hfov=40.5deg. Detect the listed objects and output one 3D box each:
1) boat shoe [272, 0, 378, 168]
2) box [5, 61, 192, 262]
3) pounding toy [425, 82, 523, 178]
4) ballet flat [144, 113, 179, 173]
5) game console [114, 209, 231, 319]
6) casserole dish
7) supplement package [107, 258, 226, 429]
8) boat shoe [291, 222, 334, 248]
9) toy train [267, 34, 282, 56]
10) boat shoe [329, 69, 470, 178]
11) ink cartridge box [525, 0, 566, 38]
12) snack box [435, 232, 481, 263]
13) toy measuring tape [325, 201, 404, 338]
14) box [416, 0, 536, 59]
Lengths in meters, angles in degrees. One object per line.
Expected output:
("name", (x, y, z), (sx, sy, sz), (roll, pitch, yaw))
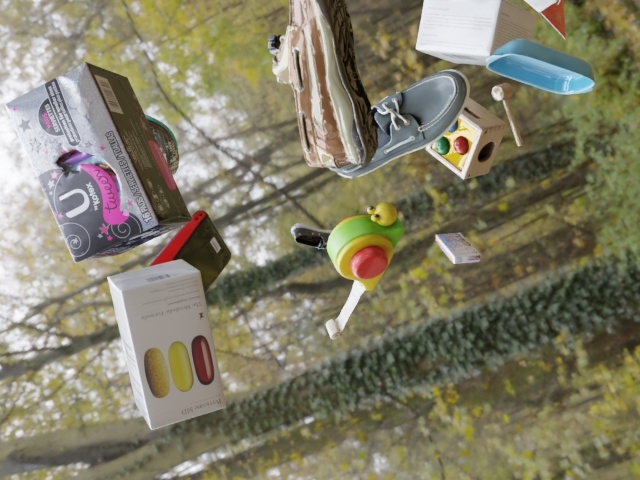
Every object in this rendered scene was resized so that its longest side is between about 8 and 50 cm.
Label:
("boat shoe", (-0.013, -0.257, 1.246), (0.122, 0.120, 0.323), (-21, -83, -70))
("box", (-0.319, -0.108, 1.259), (0.247, 0.142, 0.163), (65, -171, 1))
("pounding toy", (0.335, -0.238, 1.843), (0.094, 0.206, 0.181), (-15, -135, -36))
("ballet flat", (-0.406, -0.140, 1.825), (0.164, 0.182, 0.483), (27, 171, -17))
("game console", (-0.379, 0.108, 2.284), (0.060, 0.342, 0.386), (32, 168, 12))
("casserole dish", (0.365, -0.288, 1.433), (0.114, 0.189, 0.037), (168, 115, -75))
("supplement package", (-0.260, 0.172, 1.474), (0.134, 0.139, 0.244), (-160, 58, -66))
("boat shoe", (0.000, 0.000, 1.959), (0.142, 0.049, 0.040), (14, -140, -19))
("toy train", (-0.035, -0.299, 1.476), (0.158, 0.027, 0.036), (28, -111, -48))
("boat shoe", (0.142, -0.219, 1.666), (0.099, 0.319, 0.116), (-8, -111, -60))
("ink cartridge box", (0.598, -0.726, 2.324), (0.261, 0.066, 0.296), (29, -129, -31))
("snack box", (0.324, 0.016, 2.054), (0.178, 0.064, 0.022), (-111, 17, -72))
("toy measuring tape", (0.047, 0.058, 1.602), (0.121, 0.330, 0.121), (18, -144, -13))
("box", (0.327, -0.435, 1.816), (0.182, 0.181, 0.119), (0, -77, -52))
